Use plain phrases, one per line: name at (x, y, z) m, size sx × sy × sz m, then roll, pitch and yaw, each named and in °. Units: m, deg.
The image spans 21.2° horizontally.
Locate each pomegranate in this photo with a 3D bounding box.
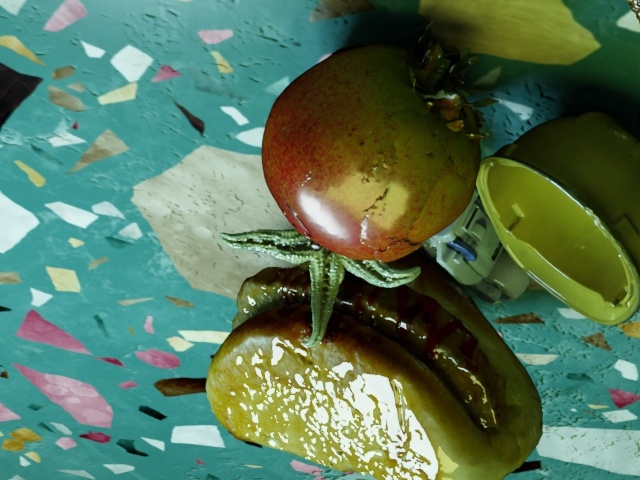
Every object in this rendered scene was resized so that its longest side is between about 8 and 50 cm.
pomegranate at (0.057, -0.090, 1.601) m, size 0.210 × 0.210 × 0.235 m, roll 28°, pitch 129°, yaw -24°

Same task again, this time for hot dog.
hot dog at (0.048, 0.126, 1.883) m, size 0.405 × 0.185 × 0.223 m, roll 12°, pitch 120°, yaw 38°

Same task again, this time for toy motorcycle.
toy motorcycle at (0.140, -0.016, 1.808) m, size 0.112 × 0.112 × 0.254 m, roll -8°, pitch 146°, yaw 29°

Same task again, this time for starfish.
starfish at (0.000, 0.000, 1.781) m, size 0.217 × 0.223 × 0.050 m, roll 8°, pitch 180°, yaw 6°

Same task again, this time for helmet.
helmet at (0.269, -0.042, 1.666) m, size 0.205 × 0.140 × 0.257 m, roll 37°, pitch 167°, yaw 24°

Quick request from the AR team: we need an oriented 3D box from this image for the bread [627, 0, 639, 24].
bread at (0.351, -0.215, 1.439) m, size 0.193 × 0.064 × 0.193 m, roll 8°, pitch 145°, yaw 6°
